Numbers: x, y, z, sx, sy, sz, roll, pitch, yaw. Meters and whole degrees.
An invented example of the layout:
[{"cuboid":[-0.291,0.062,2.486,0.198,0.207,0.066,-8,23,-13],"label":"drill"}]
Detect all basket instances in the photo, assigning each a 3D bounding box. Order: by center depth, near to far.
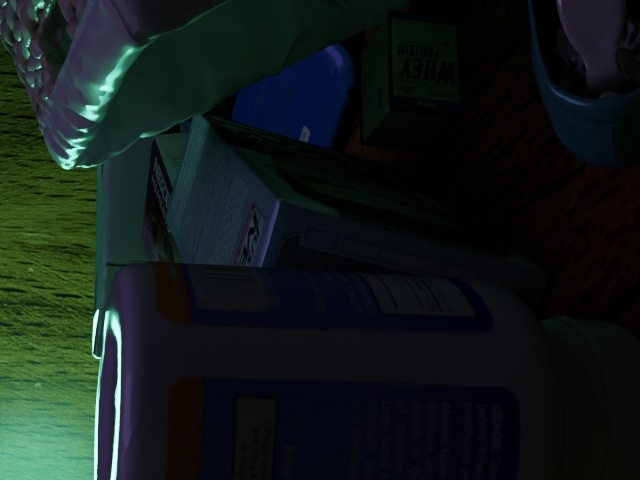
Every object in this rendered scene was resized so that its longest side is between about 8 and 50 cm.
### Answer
[{"cuboid":[-0.077,-0.253,0.699,0.266,0.331,0.328,61,158,-2],"label":"basket"}]

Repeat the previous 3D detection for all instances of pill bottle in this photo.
[{"cuboid":[0.028,0.093,0.525,0.152,0.272,0.152,-176,90,-74],"label":"pill bottle"}]

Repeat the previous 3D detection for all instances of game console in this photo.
[{"cuboid":[-0.013,-0.186,1.196,0.250,0.173,0.293,48,143,25],"label":"game console"}]

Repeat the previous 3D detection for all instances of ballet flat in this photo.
[{"cuboid":[0.138,-0.161,0.521,0.087,0.083,0.247,41,-139,-70],"label":"ballet flat"}]

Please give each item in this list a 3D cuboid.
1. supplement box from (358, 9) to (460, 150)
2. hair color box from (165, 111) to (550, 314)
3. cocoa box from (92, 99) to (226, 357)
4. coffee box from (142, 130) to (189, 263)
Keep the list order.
[{"cuboid":[0.070,-0.127,0.825,0.083,0.056,0.083,136,135,-68],"label":"supplement box"},{"cuboid":[0.000,0.000,0.787,0.374,0.185,0.113,-132,58,-69],"label":"hair color box"},{"cuboid":[-0.191,-0.035,1.424,0.231,0.228,0.347,111,157,-49],"label":"cocoa box"},{"cuboid":[-0.098,0.036,1.109,0.168,0.119,0.297,106,149,-45],"label":"coffee box"}]
